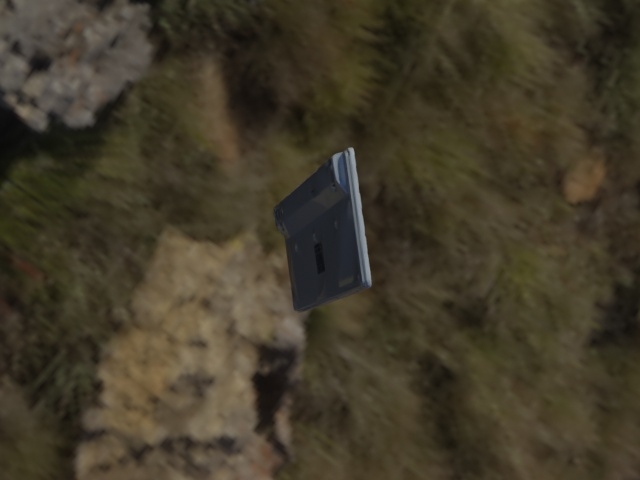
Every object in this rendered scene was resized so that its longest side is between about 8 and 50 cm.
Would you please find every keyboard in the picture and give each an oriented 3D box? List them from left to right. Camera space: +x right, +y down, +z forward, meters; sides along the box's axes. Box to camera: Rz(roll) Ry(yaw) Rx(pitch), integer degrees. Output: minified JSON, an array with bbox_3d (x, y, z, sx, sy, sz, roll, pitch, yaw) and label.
[{"bbox_3d":[0.000,0.000,0.995,0.014,0.256,0.072,-13,87,-9],"label":"keyboard"}]
